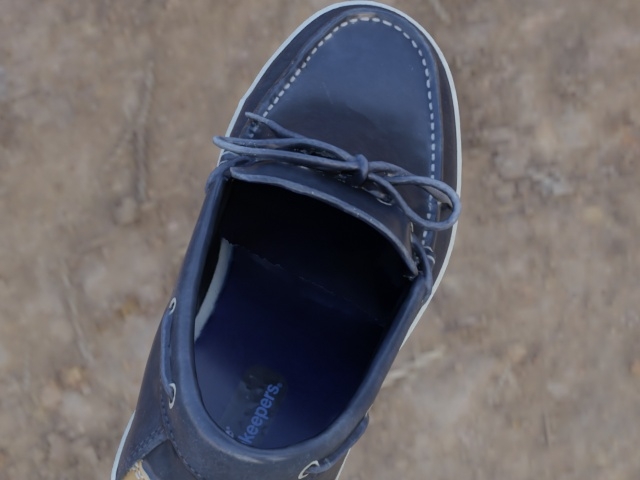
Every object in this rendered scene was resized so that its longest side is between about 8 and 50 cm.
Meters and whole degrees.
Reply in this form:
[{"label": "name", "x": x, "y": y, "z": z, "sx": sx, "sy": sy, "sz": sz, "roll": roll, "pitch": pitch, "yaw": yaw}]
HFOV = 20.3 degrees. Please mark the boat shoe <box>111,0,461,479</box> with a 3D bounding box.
[{"label": "boat shoe", "x": 0.000, "y": 0.000, "z": 1.216, "sx": 0.186, "sy": 0.156, "sz": 0.500, "roll": 23, "pitch": 50, "yaw": -2}]
